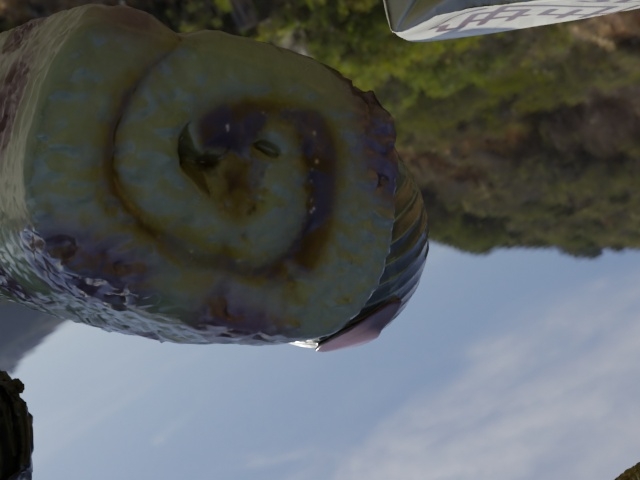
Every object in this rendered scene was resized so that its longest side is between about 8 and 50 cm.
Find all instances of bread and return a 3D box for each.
[{"bbox_3d":[-0.118,-0.029,0.715,0.187,0.155,0.338,12,178,-29],"label":"bread"}]

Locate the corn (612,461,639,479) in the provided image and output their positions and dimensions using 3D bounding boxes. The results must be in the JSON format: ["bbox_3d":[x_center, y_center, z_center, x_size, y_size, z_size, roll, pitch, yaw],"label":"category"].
[{"bbox_3d":[0.256,0.168,0.877,0.080,0.080,0.231,-36,168,-50],"label":"corn"}]

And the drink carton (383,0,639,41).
[{"bbox_3d":[0.202,-0.229,0.919,0.324,0.132,0.194,-9,-175,9],"label":"drink carton"}]

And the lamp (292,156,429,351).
[{"bbox_3d":[0.000,0.000,1.333,0.233,0.233,0.265,-30,-149,-21],"label":"lamp"}]

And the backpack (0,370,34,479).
[{"bbox_3d":[-0.350,0.185,1.048,0.258,0.206,0.133,-21,169,14],"label":"backpack"}]
